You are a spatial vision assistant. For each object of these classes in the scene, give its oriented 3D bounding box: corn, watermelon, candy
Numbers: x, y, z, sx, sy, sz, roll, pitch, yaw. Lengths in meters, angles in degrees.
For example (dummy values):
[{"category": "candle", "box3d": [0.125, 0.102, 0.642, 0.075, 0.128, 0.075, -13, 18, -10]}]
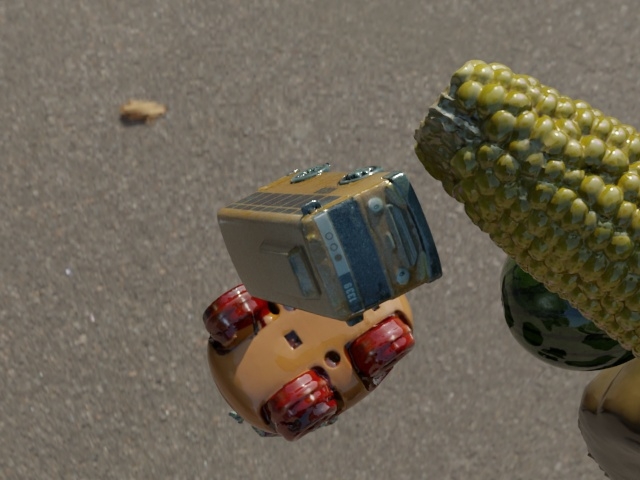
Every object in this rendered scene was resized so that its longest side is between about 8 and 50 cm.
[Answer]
[{"category": "corn", "box3d": [0.216, 0.008, 0.732, 0.347, 0.130, 0.130, 34, 61, 2]}, {"category": "watermelon", "box3d": [0.251, 0.039, 0.973, 0.187, 0.141, 0.140, -11, 58, 1]}, {"category": "candy", "box3d": [-0.045, 0.241, 1.488, 0.175, 0.045, 0.043, 5, 61, -34]}]

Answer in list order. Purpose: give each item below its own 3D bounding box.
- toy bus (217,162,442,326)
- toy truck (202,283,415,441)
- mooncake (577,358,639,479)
[{"category": "toy bus", "box3d": [0.000, 0.000, 0.827, 0.103, 0.182, 0.091, -27, 104, -22]}, {"category": "toy truck", "box3d": [-0.006, 0.124, 1.361, 0.265, 0.239, 0.189, -34, 77, -12]}, {"category": "mooncake", "box3d": [0.427, 0.198, 1.107, 0.324, 0.324, 0.187, 33, 77, 17]}]
